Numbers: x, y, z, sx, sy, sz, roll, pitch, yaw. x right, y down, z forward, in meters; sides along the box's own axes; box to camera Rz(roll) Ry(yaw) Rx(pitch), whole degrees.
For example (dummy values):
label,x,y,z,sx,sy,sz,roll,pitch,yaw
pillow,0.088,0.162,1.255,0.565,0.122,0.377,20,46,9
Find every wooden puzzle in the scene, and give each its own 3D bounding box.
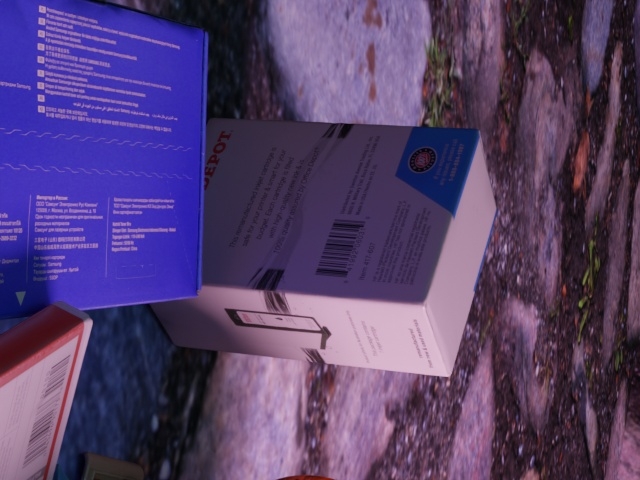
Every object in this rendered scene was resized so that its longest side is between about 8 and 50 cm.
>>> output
label,x,y,z,sx,sy,sz,roll,pitch,yaw
wooden puzzle,-0.134,0.174,0.793,0.116,0.014,0.079,22,73,-64

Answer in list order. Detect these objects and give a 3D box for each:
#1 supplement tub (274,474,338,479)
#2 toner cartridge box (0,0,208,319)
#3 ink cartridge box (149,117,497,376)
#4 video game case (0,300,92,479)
label,x,y,z,sx,sy,sz,roll,pitch,yaw
supplement tub,-0.061,0.289,0.735,0.338,0.207,0.207,-38,127,-59
toner cartridge box,-0.173,-0.045,0.613,0.348,0.075,0.165,-1,92,-65
ink cartridge box,0.000,0.000,0.842,0.086,0.203,0.148,67,35,-47
video game case,-0.200,0.160,0.530,0.285,0.025,0.204,-39,151,-62
